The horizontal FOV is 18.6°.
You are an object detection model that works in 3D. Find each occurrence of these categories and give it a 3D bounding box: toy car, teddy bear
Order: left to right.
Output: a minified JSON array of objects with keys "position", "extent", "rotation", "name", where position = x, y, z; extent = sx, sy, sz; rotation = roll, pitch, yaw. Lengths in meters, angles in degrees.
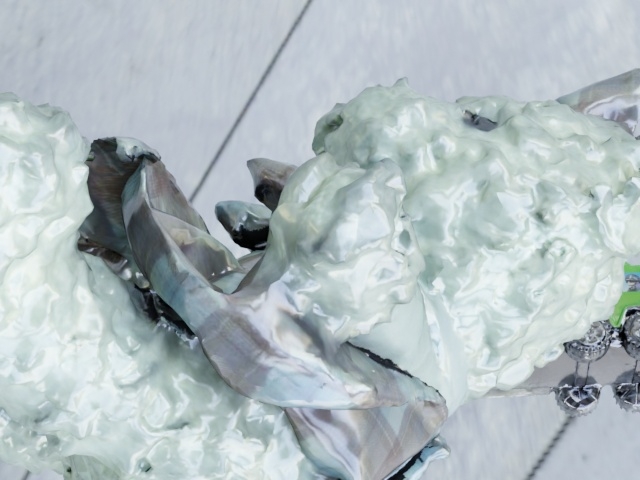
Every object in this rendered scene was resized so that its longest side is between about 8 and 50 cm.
[{"position":[-0.003,0.021,0.432],"extent":[0.213,0.133,0.111],"rotation":[-7,84,-21],"name":"teddy bear"},{"position":[0.111,0.052,1.039],"extent":[0.165,0.062,0.071],"rotation":[-3,146,0],"name":"toy car"}]
